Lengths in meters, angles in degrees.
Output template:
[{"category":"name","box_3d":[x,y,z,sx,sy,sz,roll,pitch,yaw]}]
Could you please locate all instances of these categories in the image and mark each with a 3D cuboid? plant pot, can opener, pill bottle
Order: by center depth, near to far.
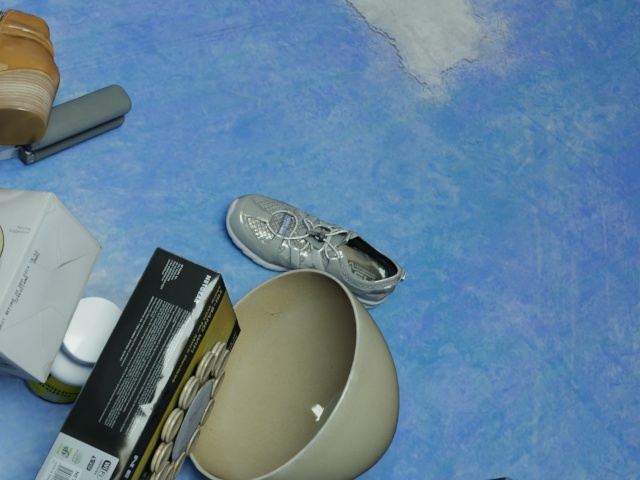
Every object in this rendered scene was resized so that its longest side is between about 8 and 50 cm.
[{"category":"pill bottle","box_3d":[-0.286,0.126,1.023,0.103,0.184,0.103,11,66,-24]},{"category":"plant pot","box_3d":[-0.010,0.205,1.115,0.191,0.284,0.284,40,54,-37]},{"category":"can opener","box_3d":[-0.382,-0.148,1.146,0.280,0.074,0.093,-26,83,-33]}]

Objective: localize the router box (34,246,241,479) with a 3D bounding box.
[{"category":"router box","box_3d":[-0.197,0.191,0.974,0.081,0.243,0.309,22,72,8]}]

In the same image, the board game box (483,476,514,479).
[{"category":"board game box","box_3d":[0.306,0.408,1.243,0.243,0.165,0.042,28,60,-16]}]

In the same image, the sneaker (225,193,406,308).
[{"category":"sneaker","box_3d":[0.000,0.000,1.267,0.281,0.115,0.105,24,61,-18]}]

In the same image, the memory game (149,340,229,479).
[{"category":"memory game","box_3d":[-0.147,0.199,0.983,0.012,0.186,0.186,22,59,7]}]

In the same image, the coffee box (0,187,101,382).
[{"category":"coffee box","box_3d":[-0.412,0.035,0.935,0.297,0.119,0.168,6,61,20]}]

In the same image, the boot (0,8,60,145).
[{"category":"boot","box_3d":[-0.472,-0.225,1.088,0.283,0.109,0.220,0,47,-15]}]
